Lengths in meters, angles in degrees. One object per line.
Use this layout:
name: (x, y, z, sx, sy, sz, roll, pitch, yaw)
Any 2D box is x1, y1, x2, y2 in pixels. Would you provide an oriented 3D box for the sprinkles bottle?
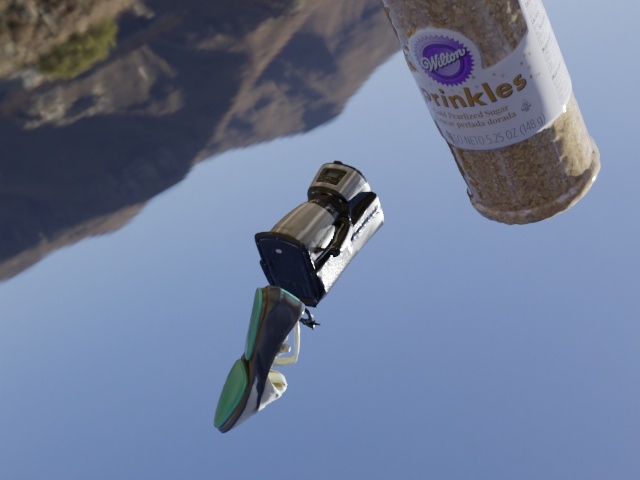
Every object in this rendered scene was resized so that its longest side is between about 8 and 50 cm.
sprinkles bottle: (0.116, -0.173, 0.843, 0.121, 0.355, 0.121, -19, -142, 16)

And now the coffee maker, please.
coffee maker: (0.000, 0.000, 1.559, 0.178, 0.120, 0.171, -49, 159, -35)

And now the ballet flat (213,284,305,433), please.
ballet flat: (-0.065, 0.145, 1.246, 0.074, 0.074, 0.203, -63, 173, -66)
